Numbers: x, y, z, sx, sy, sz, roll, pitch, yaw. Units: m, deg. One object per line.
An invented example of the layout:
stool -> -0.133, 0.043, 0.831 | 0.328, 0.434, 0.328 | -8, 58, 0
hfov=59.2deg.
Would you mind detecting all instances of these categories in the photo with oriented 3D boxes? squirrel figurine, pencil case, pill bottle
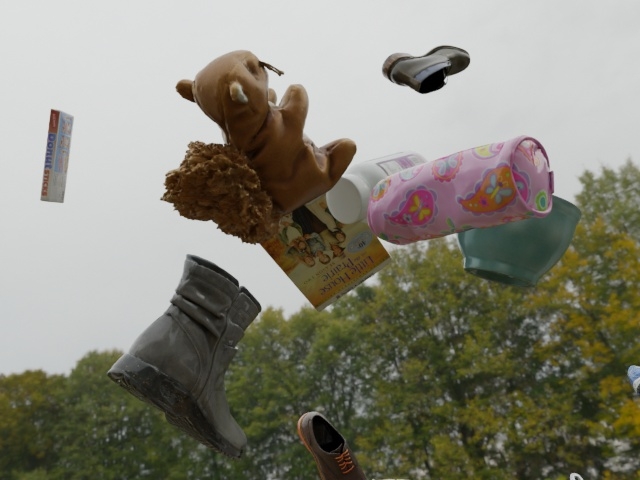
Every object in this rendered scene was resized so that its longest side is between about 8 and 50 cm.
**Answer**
squirrel figurine -> -0.166, -0.202, 1.246 | 0.281, 0.397, 0.370 | 22, -17, 33
pencil case -> 0.202, -0.067, 0.854 | 0.124, 0.124, 0.284 | 10, -16, -38
pill bottle -> 0.162, -0.139, 1.528 | 0.301, 0.169, 0.169 | -20, -16, -41

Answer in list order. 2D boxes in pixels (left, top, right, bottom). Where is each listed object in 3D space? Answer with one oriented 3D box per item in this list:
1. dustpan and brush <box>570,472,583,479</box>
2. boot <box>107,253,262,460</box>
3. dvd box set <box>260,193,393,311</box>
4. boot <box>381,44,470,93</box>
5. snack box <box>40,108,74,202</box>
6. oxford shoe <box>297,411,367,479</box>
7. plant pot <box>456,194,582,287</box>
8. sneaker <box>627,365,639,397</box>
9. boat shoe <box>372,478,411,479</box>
dustpan and brush -> 0.343, 0.390, 0.700 | 0.147, 0.211, 0.060 | 1, -65, 6
boot -> -0.154, 0.190, 0.875 | 0.118, 0.223, 0.338 | 17, -30, 27
dvd box set -> 0.000, 0.000, 1.748 | 0.307, 0.062, 0.420 | -34, -58, 4
boot -> 0.243, -0.340, 1.154 | 0.219, 0.106, 0.082 | -16, -45, -24
snack box -> -0.518, -0.164, 1.111 | 0.022, 0.178, 0.064 | 8, 2, 0
oxford shoe -> 0.041, 0.538, 1.365 | 0.097, 0.271, 0.098 | -35, -9, -26
plant pot -> 0.456, 0.002, 1.371 | 0.293, 0.196, 0.293 | 17, -8, 2
sneaker -> 0.749, 0.282, 1.170 | 0.211, 0.081, 0.080 | 0, -70, 0
boat shoe -> 0.042, 0.264, 0.485 | 0.048, 0.056, 0.153 | -4, 20, 26
